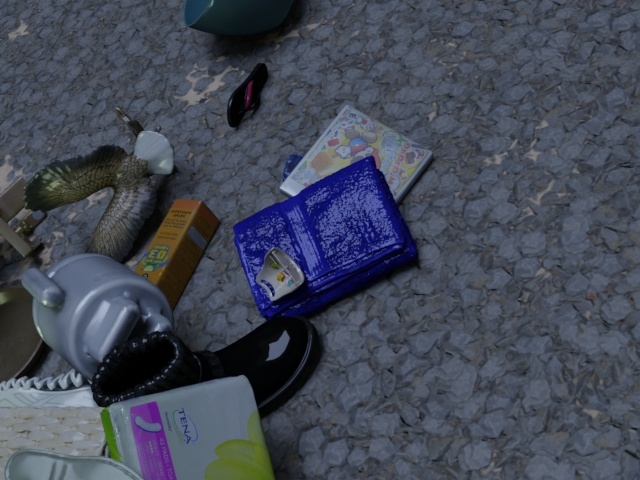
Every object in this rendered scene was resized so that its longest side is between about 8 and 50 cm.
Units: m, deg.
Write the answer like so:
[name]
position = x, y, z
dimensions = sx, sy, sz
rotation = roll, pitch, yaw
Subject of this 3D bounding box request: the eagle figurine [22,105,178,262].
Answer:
[eagle figurine]
position = -0.443, -0.109, 2.135
dimensions = 0.226, 0.225, 0.298
rotation = 27, 59, 30

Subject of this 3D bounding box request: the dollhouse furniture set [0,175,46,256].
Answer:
[dollhouse furniture set]
position = -0.663, -0.056, 2.235
dimensions = 0.123, 0.144, 0.151
rotation = -45, 10, -11

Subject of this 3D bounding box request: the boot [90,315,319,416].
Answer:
[boot]
position = -0.181, 0.205, 1.667
dimensions = 0.348, 0.260, 0.131
rotation = -42, 45, -7

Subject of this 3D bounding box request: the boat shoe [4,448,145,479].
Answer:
[boat shoe]
position = -0.328, 0.342, 1.408
dimensions = 0.228, 0.068, 0.081
rotation = 10, 70, 17

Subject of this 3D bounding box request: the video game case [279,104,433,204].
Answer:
[video game case]
position = 0.069, -0.130, 1.920
dimensions = 0.206, 0.026, 0.227
rotation = 32, 72, 19

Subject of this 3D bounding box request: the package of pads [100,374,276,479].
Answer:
[package of pads]
position = -0.177, 0.363, 1.494
dimensions = 0.101, 0.229, 0.296
rotation = -30, 73, 52

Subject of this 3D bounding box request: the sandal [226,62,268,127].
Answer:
[sandal]
position = -0.155, -0.325, 2.231
dimensions = 0.040, 0.067, 0.179
rotation = 17, 60, 25

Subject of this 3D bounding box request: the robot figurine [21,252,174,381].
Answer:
[robot figurine]
position = -0.396, 0.137, 1.813
dimensions = 0.353, 0.300, 0.199
rotation = 21, 77, 54

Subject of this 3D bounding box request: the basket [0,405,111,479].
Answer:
[basket]
position = -0.422, 0.451, 1.601
dimensions = 0.331, 0.266, 0.328
rotation = -4, 53, 28

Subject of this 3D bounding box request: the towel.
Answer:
[towel]
position = 0.000, 0.000, 1.819
dimensions = 0.308, 0.076, 0.227
rotation = -27, 68, 8

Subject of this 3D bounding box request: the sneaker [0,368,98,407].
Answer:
[sneaker]
position = -0.517, 0.318, 1.880
dimensions = 0.292, 0.110, 0.118
rotation = -13, 58, 20

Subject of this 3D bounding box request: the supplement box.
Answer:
[supplement box]
position = -0.296, 0.030, 2.006
dimensions = 0.078, 0.080, 0.233
rotation = 5, 59, 35

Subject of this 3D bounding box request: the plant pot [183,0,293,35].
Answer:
[plant pot]
position = -0.169, -0.596, 2.340
dimensions = 0.290, 0.195, 0.290
rotation = -44, 35, 43

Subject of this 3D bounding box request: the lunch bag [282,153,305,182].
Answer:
[lunch bag]
position = -0.023, -0.122, 1.978
dimensions = 0.098, 0.065, 0.067
rotation = 14, 67, 13

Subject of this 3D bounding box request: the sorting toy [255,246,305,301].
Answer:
[sorting toy]
position = -0.075, 0.066, 1.767
dimensions = 0.075, 0.045, 0.083
rotation = -43, 76, 18

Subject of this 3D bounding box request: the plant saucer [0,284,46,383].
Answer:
[plant saucer]
position = -0.675, 0.216, 2.090
dimensions = 0.278, 0.041, 0.277
rotation = -16, 47, 18
